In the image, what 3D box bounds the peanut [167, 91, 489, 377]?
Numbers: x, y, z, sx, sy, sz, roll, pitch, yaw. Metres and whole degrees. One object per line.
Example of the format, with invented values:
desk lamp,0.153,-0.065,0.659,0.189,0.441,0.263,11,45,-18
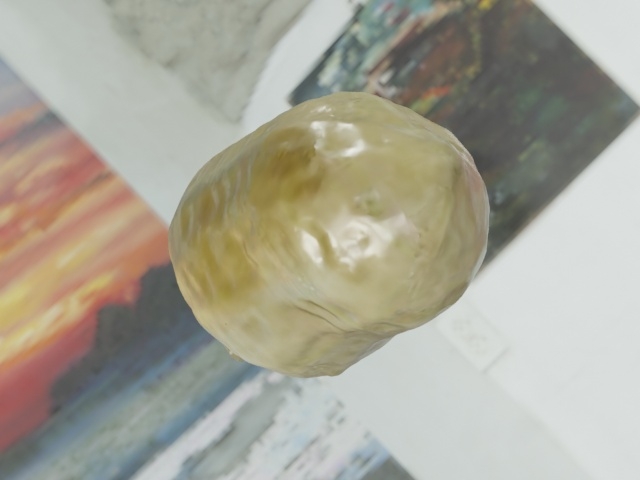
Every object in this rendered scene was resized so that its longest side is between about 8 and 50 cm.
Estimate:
peanut,0.000,0.000,0.724,0.129,0.129,0.224,-42,3,-25
